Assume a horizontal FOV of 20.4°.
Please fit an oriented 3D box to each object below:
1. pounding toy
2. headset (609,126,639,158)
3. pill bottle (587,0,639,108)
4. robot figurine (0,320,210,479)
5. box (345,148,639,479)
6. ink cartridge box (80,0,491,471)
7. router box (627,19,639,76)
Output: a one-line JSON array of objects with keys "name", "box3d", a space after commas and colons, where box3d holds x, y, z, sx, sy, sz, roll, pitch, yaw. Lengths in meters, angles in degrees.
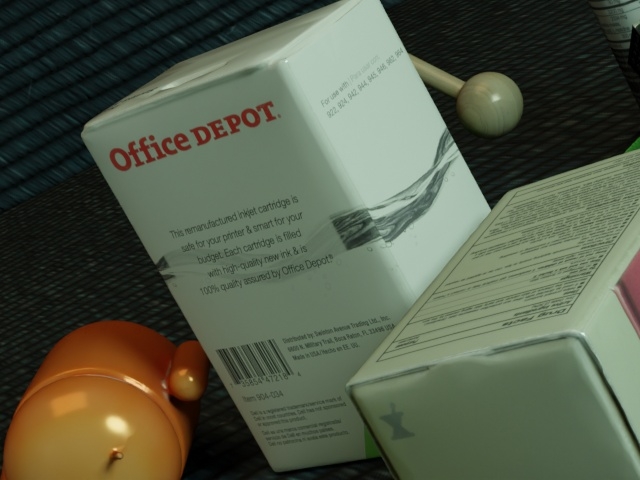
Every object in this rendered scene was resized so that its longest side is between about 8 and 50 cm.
[{"name": "pounding toy", "box3d": [0.065, -0.032, 1.441, 0.183, 0.110, 0.237, 23, 86, 35]}, {"name": "headset", "box3d": [0.320, -0.130, 1.150, 0.243, 0.185, 0.394, -37, 6, -28]}, {"name": "pill bottle", "box3d": [0.273, -0.203, 1.386, 0.130, 0.246, 0.130, -26, 15, 8]}, {"name": "robot figurine", "box3d": [-0.155, 0.137, 1.269, 0.158, 0.128, 0.219, 1, 17, 3]}, {"name": "box", "box3d": [0.145, 0.057, 0.974, 0.148, 0.127, 0.232, -17, 19, 37]}, {"name": "ink cartridge box", "box3d": [0.000, 0.000, 1.148, 0.198, 0.273, 0.115, -14, 20, 43]}, {"name": "router box", "box3d": [0.260, -0.149, 1.227, 0.092, 0.038, 0.122, -39, -10, 3]}]
